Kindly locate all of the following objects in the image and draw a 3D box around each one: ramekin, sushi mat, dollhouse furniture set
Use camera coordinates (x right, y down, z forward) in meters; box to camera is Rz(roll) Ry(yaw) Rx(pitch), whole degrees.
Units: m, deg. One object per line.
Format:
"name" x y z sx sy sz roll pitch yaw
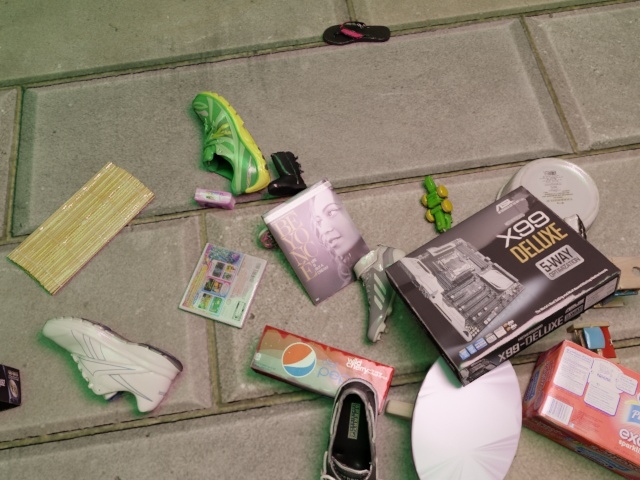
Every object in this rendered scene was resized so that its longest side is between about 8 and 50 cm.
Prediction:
"ramekin" 0.491 -0.079 1.155 0.207 0.109 0.207 -1 67 2
"sushi mat" -0.538 -0.035 1.219 0.151 0.019 0.316 36 72 17
"dollhouse furniture set" 0.565 0.141 1.045 0.129 0.129 0.183 -4 66 0

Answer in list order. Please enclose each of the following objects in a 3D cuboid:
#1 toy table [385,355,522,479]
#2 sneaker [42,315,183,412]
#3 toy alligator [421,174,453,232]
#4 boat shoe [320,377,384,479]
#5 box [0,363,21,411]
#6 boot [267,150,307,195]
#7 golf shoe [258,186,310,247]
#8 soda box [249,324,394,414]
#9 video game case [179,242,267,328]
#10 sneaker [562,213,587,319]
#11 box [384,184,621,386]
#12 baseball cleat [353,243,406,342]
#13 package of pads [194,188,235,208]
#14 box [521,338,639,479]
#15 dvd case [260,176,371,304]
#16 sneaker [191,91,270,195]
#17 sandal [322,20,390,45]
"toy table" 0.248 0.327 0.960 0.252 0.161 0.274 27 71 12
"sneaker" -0.426 0.237 1.055 0.297 0.111 0.129 20 75 11
"toy alligator" 0.271 -0.057 1.186 0.051 0.056 0.189 11 58 -39
"boat shoe" 0.055 0.398 0.922 0.113 0.105 0.306 9 90 9
"box" -0.694 0.291 1.014 0.180 0.147 0.077 -14 67 -5
"boot" -0.087 -0.154 1.214 0.121 0.045 0.099 -8 70 -47
"golf shoe" -0.062 -0.051 1.193 0.186 0.067 0.086 -34 44 -13
"soda box" 0.004 0.252 1.042 0.263 0.083 0.092 18 69 9
"video game case" -0.207 0.094 1.153 0.143 0.019 0.157 16 69 9
"sneaker" 0.447 0.054 1.006 0.094 0.081 0.208 -9 56 35
"box" 0.305 0.069 0.939 0.308 0.076 0.242 -31 50 -2
"baseball cleat" 0.110 0.105 1.109 0.110 0.072 0.205 19 67 10
"package of pads" -0.238 -0.094 1.217 0.083 0.050 0.031 7 75 5
"box" 0.533 0.321 0.962 0.300 0.142 0.154 25 70 12
"dvd case" 0.000 0.000 1.141 0.165 0.018 0.221 -31 92 -11
"sneaker" -0.230 -0.229 1.243 0.124 0.109 0.295 -30 69 -15
"sandal" 0.095 -0.551 1.408 0.179 0.040 0.067 -2 67 1
